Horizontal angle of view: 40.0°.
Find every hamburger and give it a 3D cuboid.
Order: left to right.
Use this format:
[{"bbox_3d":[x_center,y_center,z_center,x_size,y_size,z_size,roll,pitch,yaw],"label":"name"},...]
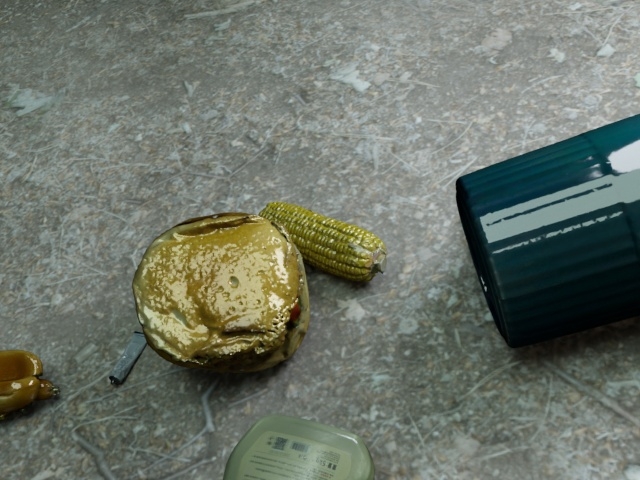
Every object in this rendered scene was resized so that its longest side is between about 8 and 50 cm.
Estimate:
[{"bbox_3d":[-0.126,0.074,1.202,0.244,0.163,0.244,-4,65,8],"label":"hamburger"}]

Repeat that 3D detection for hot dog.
[{"bbox_3d":[-0.502,0.213,1.271,0.269,0.072,0.109,-4,51,17],"label":"hot dog"}]

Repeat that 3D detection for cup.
[{"bbox_3d":[0.328,-0.035,1.098,0.292,0.242,0.308,-19,50,5],"label":"cup"}]

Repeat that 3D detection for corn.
[{"bbox_3d":[0.000,0.000,1.284,0.238,0.080,0.080,23,60,36],"label":"corn"}]

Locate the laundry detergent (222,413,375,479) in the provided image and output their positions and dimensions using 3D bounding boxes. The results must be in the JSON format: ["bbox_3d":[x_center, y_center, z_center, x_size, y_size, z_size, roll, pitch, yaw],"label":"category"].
[{"bbox_3d":[-0.044,0.333,1.000,0.181,0.091,0.253,10,53,18],"label":"laundry detergent"}]

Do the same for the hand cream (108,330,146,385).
[{"bbox_3d":[-0.279,0.171,1.272,0.030,0.019,0.093,6,46,25],"label":"hand cream"}]
